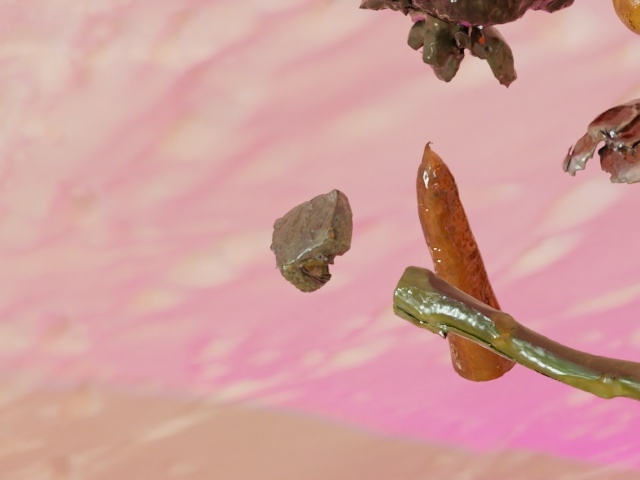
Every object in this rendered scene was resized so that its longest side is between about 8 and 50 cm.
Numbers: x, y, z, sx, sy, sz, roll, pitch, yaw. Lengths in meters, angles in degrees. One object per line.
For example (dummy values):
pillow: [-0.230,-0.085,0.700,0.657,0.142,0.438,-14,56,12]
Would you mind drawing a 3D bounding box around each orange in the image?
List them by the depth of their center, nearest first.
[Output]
orange: [0.294,-0.211,1.251,0.083,0.070,0.083,10,147,6]

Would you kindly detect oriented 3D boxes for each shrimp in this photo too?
shrimp: [0.375,0.002,1.287,0.221,0.166,0.410,-1,139,51]

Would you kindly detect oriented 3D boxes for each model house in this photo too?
model house: [0.000,0.000,1.454,0.083,0.079,0.066,-28,143,33]

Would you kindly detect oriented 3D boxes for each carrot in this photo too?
carrot: [0.110,0.019,1.176,0.057,0.057,0.224,-17,124,3]

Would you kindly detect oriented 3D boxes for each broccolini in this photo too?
broccolini: [0.147,0.057,0.629,0.071,0.254,0.058,-24,133,-63]

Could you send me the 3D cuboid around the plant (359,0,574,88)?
plant: [0.153,-0.301,1.514,0.213,0.215,0.312,-13,139,-42]
